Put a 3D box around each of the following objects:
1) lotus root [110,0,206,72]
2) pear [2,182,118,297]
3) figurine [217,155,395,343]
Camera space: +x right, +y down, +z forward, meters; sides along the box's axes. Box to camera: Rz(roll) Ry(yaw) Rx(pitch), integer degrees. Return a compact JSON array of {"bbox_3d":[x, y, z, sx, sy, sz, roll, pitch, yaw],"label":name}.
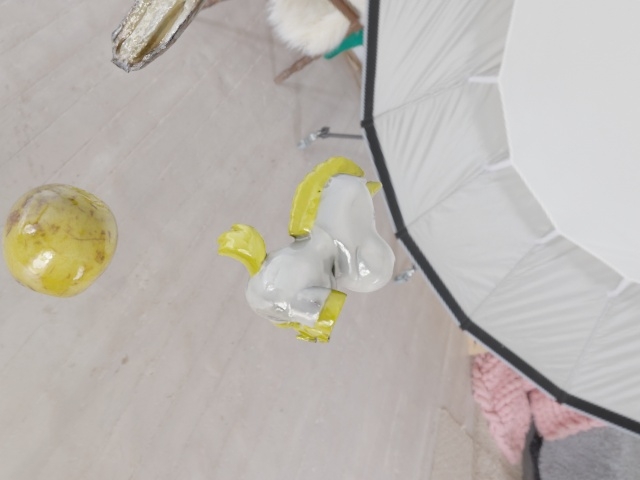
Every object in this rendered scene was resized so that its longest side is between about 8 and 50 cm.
[{"bbox_3d":[-0.383,-0.542,1.364,0.167,0.329,0.078,45,9,16],"label":"lotus root"},{"bbox_3d":[-0.635,-0.002,1.360,0.280,0.280,0.281,25,55,-43],"label":"pear"},{"bbox_3d":[0.006,0.005,0.502,0.178,0.109,0.130,-39,100,-24],"label":"figurine"}]
